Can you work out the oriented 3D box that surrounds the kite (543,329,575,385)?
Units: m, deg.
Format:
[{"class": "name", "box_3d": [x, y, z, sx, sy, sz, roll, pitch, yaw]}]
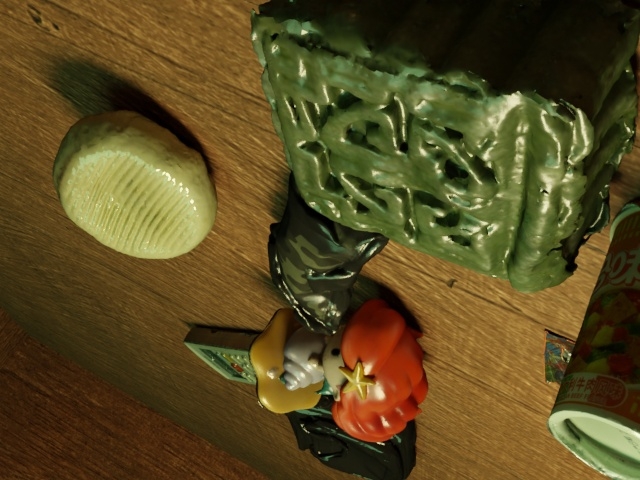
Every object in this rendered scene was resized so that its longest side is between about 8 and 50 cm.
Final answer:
[{"class": "kite", "box_3d": [0.302, 0.151, 1.017, 0.159, 0.010, 0.190, 40, 158, -17]}]

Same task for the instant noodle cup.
[{"class": "instant noodle cup", "box_3d": [0.267, 0.088, 0.699, 0.168, 0.185, 0.168, 28, 157, 13]}]

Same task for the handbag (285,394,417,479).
[{"class": "handbag", "box_3d": [0.054, 0.358, 1.644, 0.244, 0.088, 0.275, 15, 156, 14]}]

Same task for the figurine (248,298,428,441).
[{"class": "figurine", "box_3d": [0.048, 0.175, 1.232, 0.257, 0.181, 0.208, -2, 99, 53]}]

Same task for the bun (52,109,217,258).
[{"class": "bun", "box_3d": [-0.225, -0.081, 1.131, 0.222, 0.127, 0.222, 5, 135, 6]}]

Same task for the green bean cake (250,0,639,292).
[{"class": "green bean cake", "box_3d": [0.093, -0.086, 0.664, 0.255, 0.132, 0.241, 25, 153, 21]}]

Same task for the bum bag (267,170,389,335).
[{"class": "bum bag", "box_3d": [0.000, 0.000, 1.010, 0.144, 0.095, 0.340, 56, 161, 16]}]

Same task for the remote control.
[{"class": "remote control", "box_3d": [-0.136, 0.229, 1.734, 0.145, 0.050, 0.344, 44, 157, -24]}]
